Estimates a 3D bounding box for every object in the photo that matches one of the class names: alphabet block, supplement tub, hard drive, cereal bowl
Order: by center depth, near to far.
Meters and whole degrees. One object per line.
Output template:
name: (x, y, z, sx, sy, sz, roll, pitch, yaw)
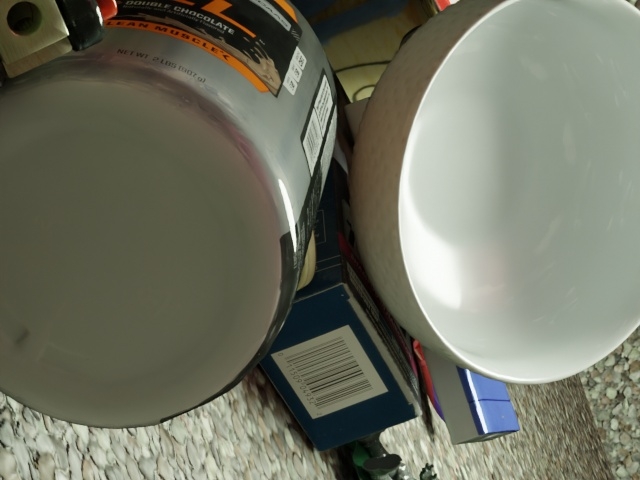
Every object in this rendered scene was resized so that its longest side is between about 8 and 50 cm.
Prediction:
supplement tub: (-0.099, -0.050, 1.028, 0.338, 0.207, 0.207, -78, 145, -68)
cereal bowl: (0.156, -0.054, 1.485, 0.141, 0.339, 0.339, 16, -40, 54)
hard drive: (0.108, 0.033, 1.642, 0.210, 0.040, 0.319, 21, 50, -75)
alphabet block: (0.022, -0.239, 1.846, 0.197, 0.192, 0.193, 47, 28, -56)

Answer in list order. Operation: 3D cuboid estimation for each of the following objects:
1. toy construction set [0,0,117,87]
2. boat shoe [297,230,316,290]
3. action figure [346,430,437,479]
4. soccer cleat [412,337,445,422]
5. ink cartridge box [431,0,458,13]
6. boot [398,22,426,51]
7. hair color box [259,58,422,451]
toy construction set: (-0.203, -0.187, 0.843, 0.328, 0.151, 0.215, -108, 178, -63)
boat shoe: (-0.104, -0.071, 1.308, 0.098, 0.109, 0.302, -44, 120, -33)
action figure: (0.087, 0.256, 1.634, 0.232, 0.063, 0.137, 61, 12, -45)
soccer cleat: (0.118, 0.068, 1.994, 0.116, 0.108, 0.318, 18, 52, -45)
ink cartridge box: (0.140, -0.247, 1.683, 0.261, 0.066, 0.296, 62, 11, 22)
boot: (0.137, -0.082, 1.651, 0.236, 0.085, 0.178, 60, 15, -13)
hair color box: (0.000, 0.000, 1.570, 0.347, 0.105, 0.174, -96, 160, -51)
